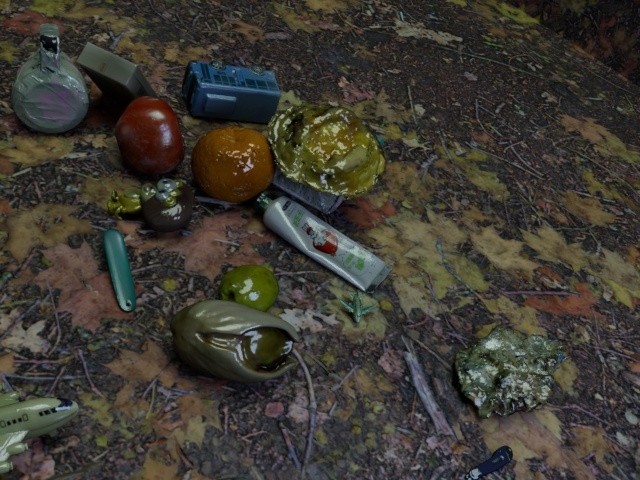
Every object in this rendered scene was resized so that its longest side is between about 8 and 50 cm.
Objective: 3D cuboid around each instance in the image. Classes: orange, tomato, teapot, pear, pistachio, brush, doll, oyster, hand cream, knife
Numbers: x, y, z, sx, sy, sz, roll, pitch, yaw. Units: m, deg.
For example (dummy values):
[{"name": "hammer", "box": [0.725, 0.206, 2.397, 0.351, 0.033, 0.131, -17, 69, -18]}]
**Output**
[{"name": "orange", "box": [-0.195, -0.169, 1.774, 0.193, 0.161, 0.193, 3, 32, -2]}, {"name": "tomato", "box": [-0.387, -0.243, 1.778, 0.151, 0.187, 0.187, -12, 45, -3]}, {"name": "teapot", "box": [-0.630, -0.375, 1.789, 0.163, 0.221, 0.178, -21, 43, -2]}, {"name": "pear", "box": [-0.141, 0.099, 1.541, 0.107, 0.107, 0.131, 36, 30, 18]}, {"name": "pistachio", "box": [-0.154, 0.181, 1.415, 0.238, 0.138, 0.153, 14, 5, -8]}, {"name": "brush", "box": [-0.394, 0.062, 1.536, 0.043, 0.032, 0.193, -1, 56, -31]}, {"name": "doll", "box": [-0.351, -0.075, 1.659, 0.188, 0.096, 0.145, -10, 40, -18]}, {"name": "oyster", "box": [0.390, 0.263, 1.588, 0.259, 0.092, 0.198, -7, 42, -25]}, {"name": "hand cream", "box": [0.000, 0.000, 1.751, 0.336, 0.076, 0.121, 34, 42, 6]}, {"name": "knife", "box": [0.308, 0.409, 1.438, 0.121, 0.018, 0.031, -16, 58, -35]}]

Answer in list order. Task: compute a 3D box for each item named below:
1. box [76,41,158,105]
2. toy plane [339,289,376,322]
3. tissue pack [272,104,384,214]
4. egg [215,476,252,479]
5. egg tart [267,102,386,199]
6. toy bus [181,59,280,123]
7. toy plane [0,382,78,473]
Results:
[{"name": "box", "box": [-0.482, -0.384, 1.882, 0.141, 0.201, 0.058, 26, 82, 8]}, {"name": "toy plane", "box": [0.075, 0.141, 1.636, 0.080, 0.033, 0.083, 12, 47, -11]}, {"name": "tissue pack", "box": [0.016, -0.202, 1.930, 0.201, 0.124, 0.271, 29, 39, 10]}, {"name": "egg", "box": [-0.144, 0.420, 1.140, 0.181, 0.141, 0.141, -9, 47, -20]}, {"name": "egg tart", "box": [0.023, -0.222, 1.772, 0.297, 0.132, 0.297, 13, 48, -15]}, {"name": "toy bus", "box": [-0.232, -0.383, 2.040, 0.234, 0.116, 0.133, 2, 46, -23]}, {"name": "toy plane", "box": [-0.496, 0.283, 1.176, 0.256, 0.104, 0.242, -3, 42, -25]}]
